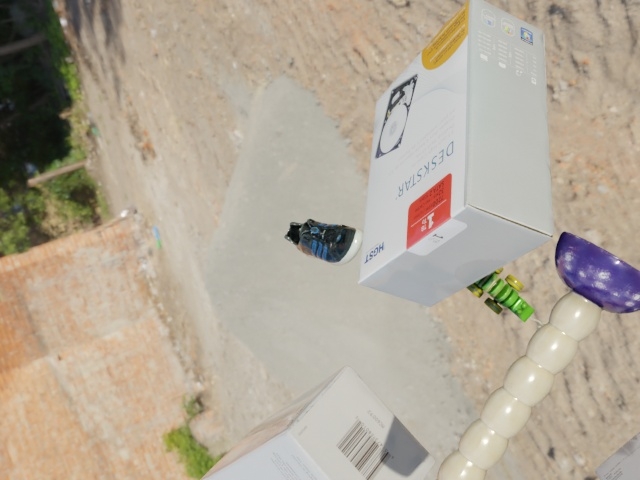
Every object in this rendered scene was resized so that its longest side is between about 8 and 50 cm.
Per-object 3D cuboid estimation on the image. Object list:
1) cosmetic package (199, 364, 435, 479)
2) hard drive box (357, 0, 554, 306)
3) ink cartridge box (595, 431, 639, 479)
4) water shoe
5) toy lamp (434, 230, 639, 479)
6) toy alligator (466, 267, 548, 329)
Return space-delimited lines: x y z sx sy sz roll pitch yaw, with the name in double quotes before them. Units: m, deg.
"cosmetic package" -0.023 0.362 1.075 0.197 0.155 0.365 48 141 1
"hard drive box" 0.126 -0.079 0.668 0.181 0.089 0.232 -43 35 54
"ink cartridge box" 0.471 0.361 0.825 0.201 0.117 0.278 45 -172 3
"water shoe" 0.000 0.000 1.281 0.203 0.080 0.073 -4 61 59
"toy lamp" 0.109 0.126 0.451 0.080 0.275 0.080 31 -175 -3
"toy alligator" 0.270 0.084 0.994 0.189 0.056 0.051 40 -175 -3
